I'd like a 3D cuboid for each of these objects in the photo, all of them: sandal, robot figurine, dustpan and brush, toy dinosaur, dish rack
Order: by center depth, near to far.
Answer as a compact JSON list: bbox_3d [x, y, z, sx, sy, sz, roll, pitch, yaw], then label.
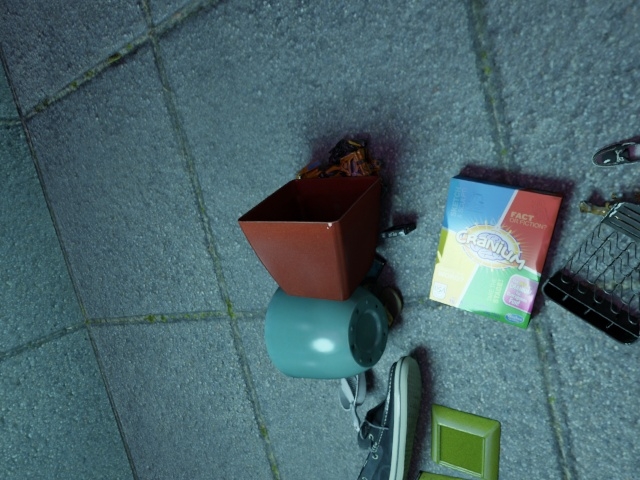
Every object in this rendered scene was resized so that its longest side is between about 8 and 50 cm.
[{"bbox_3d":[0.615,0.062,0.919,0.208,0.074,0.271,35,136,19],"label":"dish rack"},{"bbox_3d":[0.641,-0.040,0.925,0.211,0.064,0.112,37,137,19],"label":"toy dinosaur"},{"bbox_3d":[0.043,-0.149,1.248,0.291,0.085,0.211,-26,90,35],"label":"robot figurine"},{"bbox_3d":[0.177,0.216,1.286,0.072,0.049,0.180,30,118,22],"label":"sandal"},{"bbox_3d":[0.096,0.462,1.328,0.147,0.060,0.211,-66,30,27],"label":"dustpan and brush"}]

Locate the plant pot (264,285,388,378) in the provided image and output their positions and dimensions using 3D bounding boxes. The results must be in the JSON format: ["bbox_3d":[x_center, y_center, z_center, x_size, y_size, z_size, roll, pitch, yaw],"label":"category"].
[{"bbox_3d":[0.037,0.233,1.216,0.235,0.293,0.293,-4,101,40],"label":"plant pot"}]

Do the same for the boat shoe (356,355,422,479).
[{"bbox_3d":[0.186,0.546,1.295,0.156,0.187,0.500,14,116,23],"label":"boat shoe"}]

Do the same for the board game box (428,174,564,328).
[{"bbox_3d":[0.405,0.022,1.078,0.242,0.064,0.317,15,111,28],"label":"board game box"}]

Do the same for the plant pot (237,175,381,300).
[{"bbox_3d":[0.000,0.000,1.130,0.267,0.267,0.236,3,119,30],"label":"plant pot"}]

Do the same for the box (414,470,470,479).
[{"bbox_3d":[0.387,0.727,1.289,0.232,0.058,0.087,-6,99,33],"label":"box"}]

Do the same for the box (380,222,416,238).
[{"bbox_3d":[0.202,-0.025,1.182,0.067,0.083,0.018,-9,99,34],"label":"box"}]

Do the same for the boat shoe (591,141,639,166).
[{"bbox_3d":[0.614,-0.173,0.906,0.125,0.038,0.046,-3,102,33],"label":"boat shoe"}]

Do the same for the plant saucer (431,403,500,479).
[{"bbox_3d":[0.390,0.566,1.251,0.188,0.045,0.188,5,106,31],"label":"plant saucer"}]

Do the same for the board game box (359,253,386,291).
[{"bbox_3d":[0.086,0.063,1.315,0.186,0.026,0.126,34,118,20],"label":"board game box"}]
